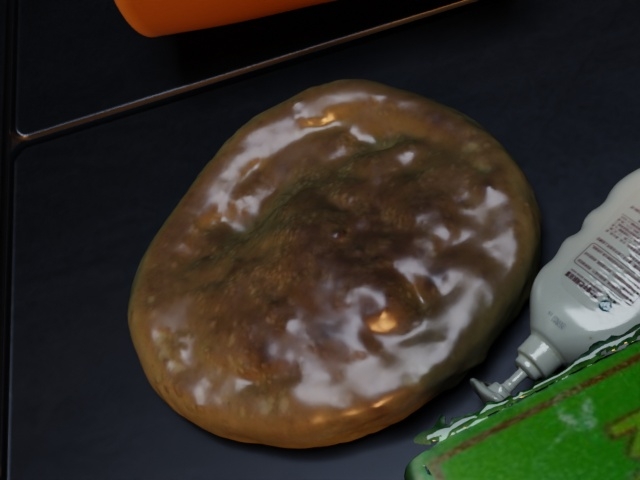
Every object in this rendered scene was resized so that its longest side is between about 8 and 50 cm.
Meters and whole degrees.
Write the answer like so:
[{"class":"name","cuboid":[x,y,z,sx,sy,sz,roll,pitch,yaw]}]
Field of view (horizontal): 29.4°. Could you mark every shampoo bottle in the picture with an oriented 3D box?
[{"class":"shampoo bottle","cuboid":[0.139,0.033,0.611,0.152,0.045,0.077,-42,57,-10]}]

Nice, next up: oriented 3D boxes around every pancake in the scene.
[{"class":"pancake","cuboid":[0.000,0.000,0.680,0.241,0.050,0.242,-9,57,14]}]

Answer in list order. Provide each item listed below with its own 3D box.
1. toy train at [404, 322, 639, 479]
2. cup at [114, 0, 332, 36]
[{"class":"toy train","cuboid":[0.165,0.130,0.495,0.243,0.132,0.188,-27,46,3]},{"class":"cup","cuboid":[-0.010,-0.233,0.775,0.263,0.182,0.226,0,28,12]}]
